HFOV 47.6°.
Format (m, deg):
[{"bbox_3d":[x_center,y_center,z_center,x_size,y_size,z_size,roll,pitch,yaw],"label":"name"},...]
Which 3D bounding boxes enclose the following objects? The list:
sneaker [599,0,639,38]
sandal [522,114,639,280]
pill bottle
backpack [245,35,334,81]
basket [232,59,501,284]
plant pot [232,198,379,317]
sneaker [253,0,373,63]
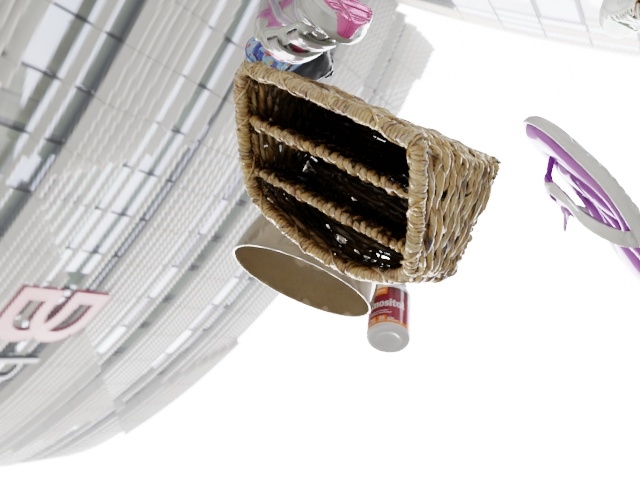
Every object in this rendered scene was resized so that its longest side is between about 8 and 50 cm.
[{"bbox_3d":[0.598,-0.438,1.366,0.105,0.290,0.123,23,-102,1],"label":"sneaker"},{"bbox_3d":[0.476,-0.040,1.261,0.102,0.169,0.416,-42,-80,2],"label":"sandal"},{"bbox_3d":[0.138,0.141,1.446,0.086,0.086,0.152,-18,-143,23],"label":"pill bottle"},{"bbox_3d":[-0.080,-0.383,1.499,0.158,0.117,0.173,-36,-125,-13],"label":"backpack"},{"bbox_3d":[0.025,-0.068,0.899,0.299,0.223,0.214,31,-74,32],"label":"basket"},{"bbox_3d":[0.000,0.000,1.399,0.284,0.284,0.191,15,-111,28],"label":"plant pot"},{"bbox_3d":[-0.017,-0.284,0.966,0.111,0.103,0.252,-66,-152,14],"label":"sneaker"}]
